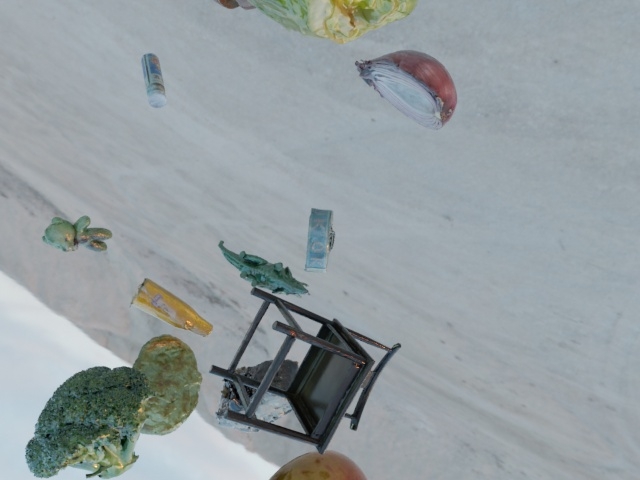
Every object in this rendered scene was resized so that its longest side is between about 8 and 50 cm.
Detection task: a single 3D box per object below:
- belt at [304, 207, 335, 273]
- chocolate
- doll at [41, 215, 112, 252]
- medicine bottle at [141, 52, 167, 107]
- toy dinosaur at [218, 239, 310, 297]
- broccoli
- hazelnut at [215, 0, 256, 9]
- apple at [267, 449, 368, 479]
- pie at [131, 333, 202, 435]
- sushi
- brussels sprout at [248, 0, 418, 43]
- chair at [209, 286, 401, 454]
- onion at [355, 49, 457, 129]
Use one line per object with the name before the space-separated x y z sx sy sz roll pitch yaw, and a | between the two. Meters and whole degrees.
belt | 0.001 -0.009 1.599 0.082 0.148 0.163 7 126 3
chocolate | -0.371 0.179 1.421 0.219 0.086 0.085 33 168 -18
doll | -0.574 -0.006 1.320 0.150 0.115 0.078 8 -137 -40
medicine bottle | -0.448 -0.431 1.492 0.051 0.051 0.191 43 -159 -51
toy dinosaur | -0.151 0.070 1.322 0.292 0.079 0.120 24 173 17
broccoli | -0.461 0.378 1.135 0.261 0.269 0.242 23 133 67
hazelnut | -0.200 -0.615 1.204 0.251 0.217 0.217 17 165 19
apple | -0.001 0.628 1.225 0.275 0.299 0.299 43 180 41
pie | -0.408 0.376 1.434 0.201 0.248 0.090 35 149 -24
sushi | -0.231 0.527 1.941 0.348 0.208 0.234 -33 130 30
brussels sprout | 0.000 -0.438 0.851 0.344 0.268 0.344 45 171 9
chair | 0.001 0.190 0.762 0.260 0.155 0.141 26 -174 -25
onion | 0.220 -0.406 1.387 0.283 0.120 0.227 34 172 15
